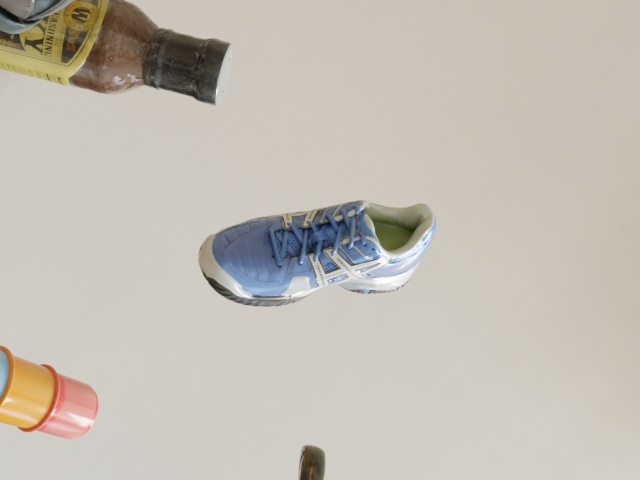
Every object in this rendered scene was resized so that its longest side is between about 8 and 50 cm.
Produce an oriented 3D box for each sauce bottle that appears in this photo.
[{"bbox_3d":[-0.267,-0.221,1.205,0.344,0.111,0.111,13,-8,1],"label":"sauce bottle"}]

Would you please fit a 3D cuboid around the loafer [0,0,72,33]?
[{"bbox_3d":[-0.265,-0.253,0.758,0.084,0.096,0.267,-14,-41,34],"label":"loafer"}]

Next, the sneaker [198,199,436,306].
[{"bbox_3d":[0.000,0.000,0.906,0.081,0.211,0.080,-51,-125,48],"label":"sneaker"}]

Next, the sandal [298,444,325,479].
[{"bbox_3d":[0.012,0.291,1.069,0.090,0.060,0.219,-100,-174,-70],"label":"sandal"}]

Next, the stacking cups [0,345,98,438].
[{"bbox_3d":[-0.361,0.140,1.118,0.316,0.096,0.096,34,7,-44],"label":"stacking cups"}]
